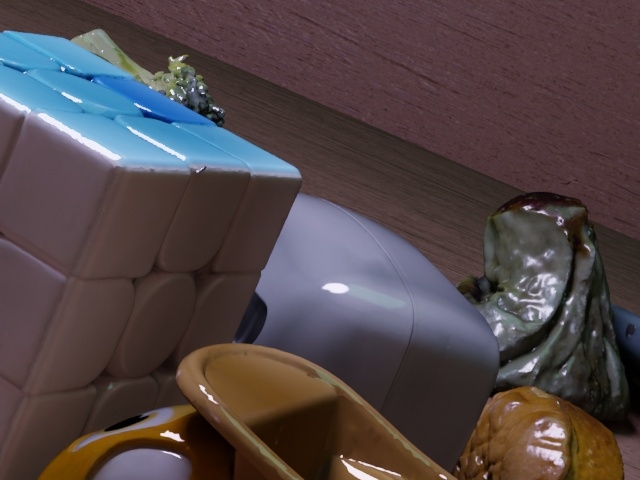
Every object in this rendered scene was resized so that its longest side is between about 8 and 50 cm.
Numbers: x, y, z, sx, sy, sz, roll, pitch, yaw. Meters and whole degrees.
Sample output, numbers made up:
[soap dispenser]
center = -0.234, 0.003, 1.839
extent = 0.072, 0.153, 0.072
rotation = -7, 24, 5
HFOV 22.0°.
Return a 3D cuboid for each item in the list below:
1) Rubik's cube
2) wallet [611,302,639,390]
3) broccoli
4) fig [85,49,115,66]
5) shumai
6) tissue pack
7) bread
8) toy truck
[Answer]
[Rubik's cube]
center = -0.240, 0.007, 1.355
extent = 0.290, 0.291, 0.292
rotation = 29, 15, 24
[wallet]
center = 0.462, 0.167, 2.328
extent = 0.252, 0.083, 0.360
rotation = 40, -2, -21
[broccoli]
center = -0.269, -0.158, 2.148
extent = 0.243, 0.263, 0.247
rotation = 60, 6, 21
[fig]
center = -0.355, -0.136, 1.887
extent = 0.314, 0.233, 0.233
rotation = 26, 11, -17
[shumai]
center = 0.312, 0.072, 2.160
extent = 0.304, 0.263, 0.309
rotation = 21, 13, -5
[tissue pack]
center = -0.005, 0.089, 1.575
extent = 0.236, 0.229, 0.333
rotation = 19, 13, -28
[bread]
center = 0.225, 0.228, 1.669
extent = 0.143, 0.139, 0.229
rotation = 27, 11, -21
[toy truck]
center = -0.050, 0.200, 1.085
extent = 0.288, 0.211, 0.204
rotation = 32, 13, 19
